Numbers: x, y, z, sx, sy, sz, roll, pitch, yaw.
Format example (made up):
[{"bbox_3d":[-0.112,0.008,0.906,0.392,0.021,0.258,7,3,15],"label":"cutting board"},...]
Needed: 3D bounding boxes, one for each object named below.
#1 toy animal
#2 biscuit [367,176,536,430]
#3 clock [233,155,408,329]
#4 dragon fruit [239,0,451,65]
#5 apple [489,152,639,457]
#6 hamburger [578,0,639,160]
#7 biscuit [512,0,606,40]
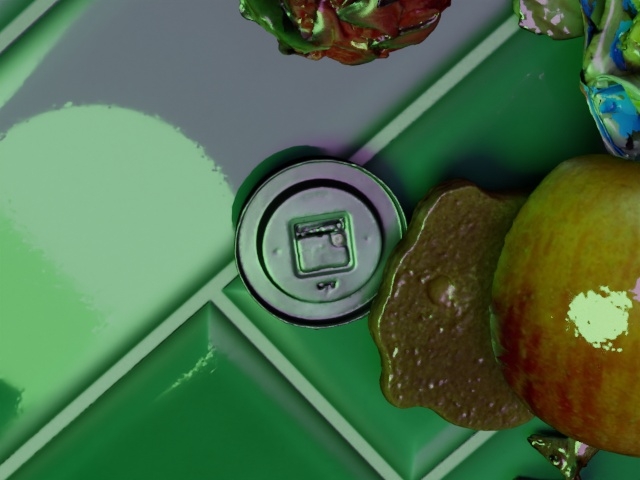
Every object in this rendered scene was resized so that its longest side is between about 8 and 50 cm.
[{"bbox_3d":[0.346,0.201,1.644,0.244,0.087,0.259,6,102,-8],"label":"toy animal"},{"bbox_3d":[0.175,0.072,1.589,0.257,0.049,0.272,10,104,-22],"label":"biscuit"},{"bbox_3d":[0.000,0.000,1.563,0.185,0.040,0.184,-2,105,-7],"label":"clock"},{"bbox_3d":[0.046,-0.296,1.401,0.234,0.234,0.293,37,80,-15],"label":"dragon fruit"},{"bbox_3d":[0.312,0.086,1.502,0.254,0.179,0.346,3,116,29],"label":"apple"},{"bbox_3d":[0.384,-0.209,1.471,0.261,0.150,0.276,-13,124,-13],"label":"hamburger"},{"bbox_3d":[0.306,-0.327,1.514,0.187,0.036,0.273,14,103,-11],"label":"biscuit"}]
